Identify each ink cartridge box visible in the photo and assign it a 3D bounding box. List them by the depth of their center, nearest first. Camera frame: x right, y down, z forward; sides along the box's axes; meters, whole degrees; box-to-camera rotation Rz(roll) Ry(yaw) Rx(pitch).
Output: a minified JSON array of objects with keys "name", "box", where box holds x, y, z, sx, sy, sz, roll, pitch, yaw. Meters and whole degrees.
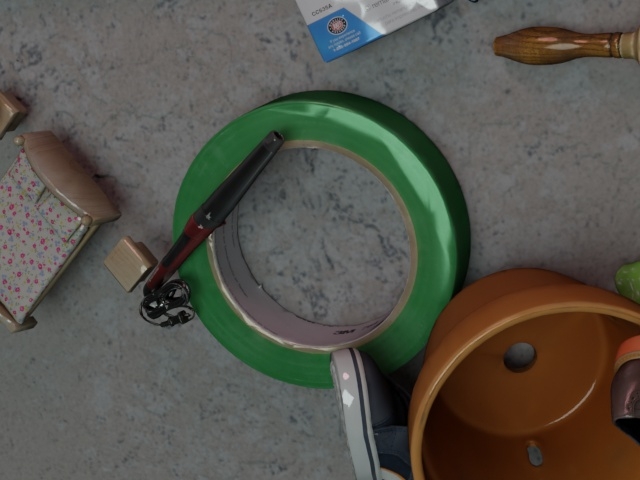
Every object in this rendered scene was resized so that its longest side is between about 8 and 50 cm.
[{"name":"ink cartridge box","box":[0.032,-0.298,1.467,0.140,0.082,0.190,-23,98,23]}]

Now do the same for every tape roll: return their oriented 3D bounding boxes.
[{"name":"tape roll","box":[0.000,0.000,1.565,0.321,0.077,0.321,5,106,17]}]

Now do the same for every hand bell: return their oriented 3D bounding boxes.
[{"name":"hand bell","box":[0.284,-0.190,1.414,0.242,0.126,0.126,3,106,31]}]

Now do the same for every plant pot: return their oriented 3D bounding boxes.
[{"name":"plant pot","box":[0.218,0.154,1.432,0.291,0.203,0.291,-2,112,-5]}]

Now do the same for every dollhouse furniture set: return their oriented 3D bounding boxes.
[{"name":"dollhouse furniture set","box":[-0.415,0.013,1.619,0.355,0.174,0.303,47,115,15]}]

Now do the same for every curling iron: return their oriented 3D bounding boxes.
[{"name":"curling iron","box":[-0.114,-0.011,1.538,0.068,0.035,0.274,41,115,12]}]

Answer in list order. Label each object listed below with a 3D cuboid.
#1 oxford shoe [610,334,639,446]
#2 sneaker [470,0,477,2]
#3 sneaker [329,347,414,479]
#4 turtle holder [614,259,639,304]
[{"name":"oxford shoe","box":[0.359,0.202,1.288,0.271,0.098,0.097,37,140,-11]},{"name":"sneaker","box":[0.203,-0.288,1.432,0.162,0.063,0.073,-20,112,29]},{"name":"sneaker","box":[0.089,0.223,1.539,0.127,0.126,0.321,-13,134,0]},{"name":"turtle holder","box":[0.445,0.025,1.356,0.243,0.320,0.227,-34,93,-8]}]
